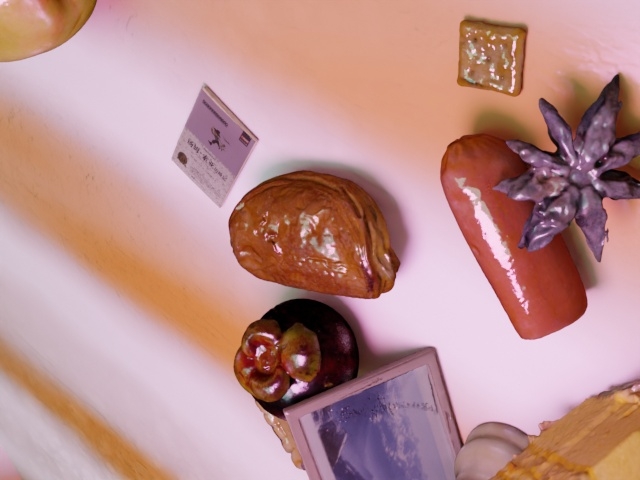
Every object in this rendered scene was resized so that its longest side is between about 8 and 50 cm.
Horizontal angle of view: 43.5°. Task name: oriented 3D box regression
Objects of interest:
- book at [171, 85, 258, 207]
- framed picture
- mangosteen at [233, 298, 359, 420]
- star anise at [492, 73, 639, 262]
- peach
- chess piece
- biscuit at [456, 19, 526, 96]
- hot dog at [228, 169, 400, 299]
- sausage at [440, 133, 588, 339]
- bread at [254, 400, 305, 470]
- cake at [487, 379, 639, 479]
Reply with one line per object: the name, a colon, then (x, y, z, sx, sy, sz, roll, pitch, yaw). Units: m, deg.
book: (-0.177, -0.148, 1.311, 0.127, 0.014, 0.182, 46, 137, 9)
framed picture: (0.106, 0.355, 1.248, 0.022, 0.247, 0.335, -137, 27, -69)
mangosteen: (-0.038, 0.191, 1.272, 0.209, 0.210, 0.210, 22, 129, 30)
star anise: (0.286, -0.069, 0.878, 0.180, 0.061, 0.204, 44, 101, -8)
peach: (-0.486, -0.427, 1.210, 0.315, 0.281, 0.314, 1, 84, 34)
chess piece: (0.213, 0.391, 1.144, 0.144, 0.251, 0.145, 22, 129, 30)
biscuit: (0.198, -0.213, 0.939, 0.083, 0.018, 0.081, 20, 127, 31)
hot dog: (0.000, 0.000, 1.178, 0.272, 0.122, 0.196, 4, 120, 35)
sausage: (0.229, -0.011, 0.972, 0.113, 0.113, 0.259, -19, 104, 46)
bread: (-0.034, 0.308, 1.434, 0.134, 0.081, 0.225, -27, 95, 42)
cake: (0.375, 0.316, 0.966, 0.227, 0.286, 0.222, 51, 172, 2)
